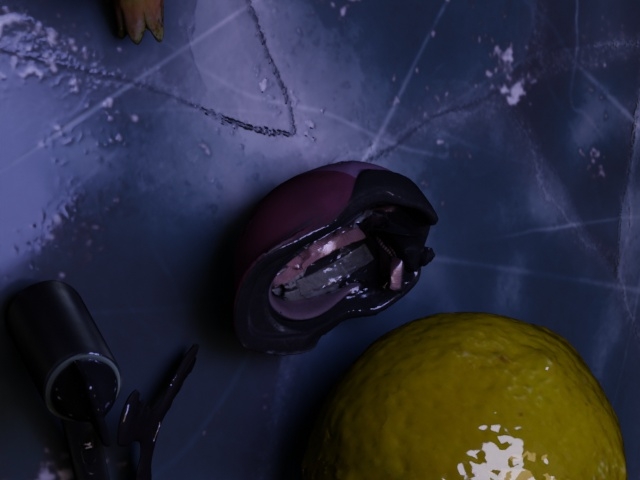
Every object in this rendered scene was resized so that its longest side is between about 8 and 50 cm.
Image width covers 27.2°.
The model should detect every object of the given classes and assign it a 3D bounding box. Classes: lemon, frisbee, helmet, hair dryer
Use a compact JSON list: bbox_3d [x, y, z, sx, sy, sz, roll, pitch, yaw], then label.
[{"bbox_3d":[0.164,0.246,1.419,0.387,0.350,0.350,-42,113,-31],"label":"lemon"},{"bbox_3d":[-0.162,0.177,1.335,0.211,0.012,0.187,92,19,-51],"label":"frisbee"},{"bbox_3d":[0.000,0.000,1.413,0.253,0.154,0.198,-10,135,-25],"label":"helmet"},{"bbox_3d":[-0.222,0.186,1.265,0.078,0.195,0.248,-19,123,-17],"label":"hair dryer"}]

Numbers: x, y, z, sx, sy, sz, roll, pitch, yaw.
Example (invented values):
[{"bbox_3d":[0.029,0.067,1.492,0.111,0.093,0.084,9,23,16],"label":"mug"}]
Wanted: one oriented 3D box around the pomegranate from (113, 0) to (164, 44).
[{"bbox_3d":[-0.186,-0.292,1.290,0.159,0.159,0.205,-29,133,-30],"label":"pomegranate"}]
